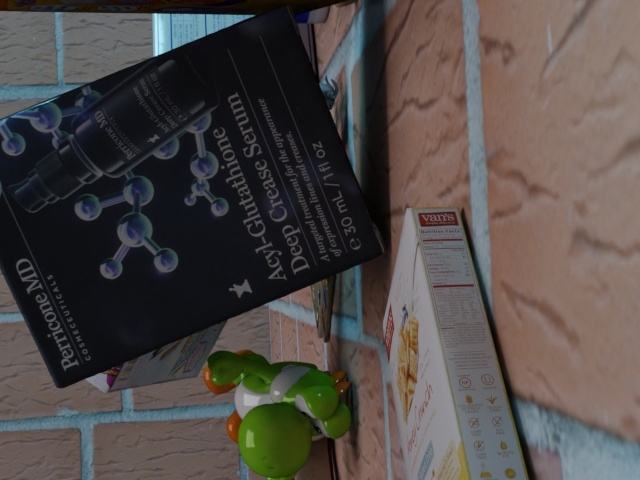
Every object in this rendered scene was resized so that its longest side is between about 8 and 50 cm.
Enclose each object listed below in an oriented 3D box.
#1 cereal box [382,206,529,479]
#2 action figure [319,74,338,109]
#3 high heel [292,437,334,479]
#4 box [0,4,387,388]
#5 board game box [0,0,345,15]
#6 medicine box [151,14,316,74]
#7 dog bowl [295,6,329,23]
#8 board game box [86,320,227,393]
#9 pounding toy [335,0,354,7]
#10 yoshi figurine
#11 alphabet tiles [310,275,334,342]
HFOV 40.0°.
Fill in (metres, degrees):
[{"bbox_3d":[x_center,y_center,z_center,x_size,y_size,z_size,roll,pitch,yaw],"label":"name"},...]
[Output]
[{"bbox_3d":[0.093,0.117,0.672,0.173,0.047,0.240,96,169,-51],"label":"cereal box"},{"bbox_3d":[-0.013,-0.117,1.301,0.185,0.099,0.285,-90,11,-51],"label":"action figure"},{"bbox_3d":[-0.035,0.449,1.524,0.181,0.127,0.377,134,149,-67],"label":"high heel"},{"bbox_3d":[-0.169,-0.057,1.030,0.212,0.396,0.293,-127,14,-80],"label":"box"},{"bbox_3d":[-0.139,-0.412,0.834,0.356,0.356,0.356,-157,64,-68],"label":"board game box"},{"bbox_3d":[-0.159,-0.321,1.599,0.149,0.289,0.263,109,158,-66],"label":"medicine box"},{"bbox_3d":[-0.048,-0.480,1.398,0.265,0.104,0.264,178,90,-83],"label":"dog bowl"},{"bbox_3d":[-0.193,0.063,1.307,0.318,0.066,0.318,-61,-15,2],"label":"board game box"},{"bbox_3d":[-0.068,-0.393,1.166,0.270,0.155,0.154,16,119,39],"label":"pounding toy"},{"bbox_3d":[-0.092,0.275,1.381,0.362,0.204,0.203,-8,65,64],"label":"yoshi figurine"},{"bbox_3d":[0.000,0.000,1.565,0.285,0.011,0.342,-100,11,-45],"label":"alphabet tiles"}]
